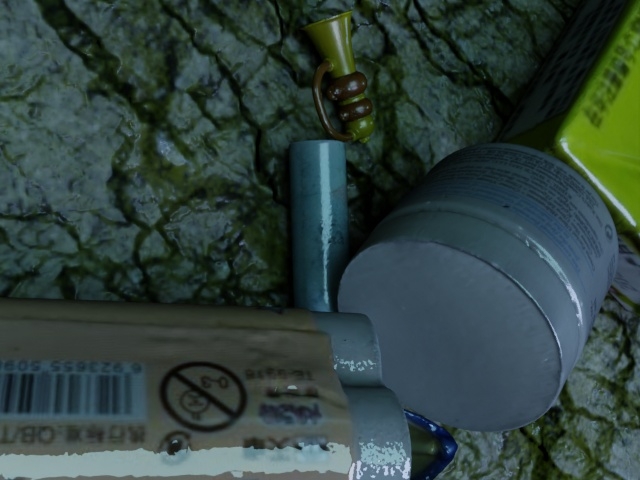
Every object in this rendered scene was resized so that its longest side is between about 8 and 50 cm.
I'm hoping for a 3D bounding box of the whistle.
[{"bbox_3d":[0.018,-0.130,0.669,0.046,0.057,0.109,-14,99,13],"label":"whistle"}]

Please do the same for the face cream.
[{"bbox_3d":[0.124,0.032,0.631,0.153,0.177,0.177,-44,109,-43],"label":"face cream"}]

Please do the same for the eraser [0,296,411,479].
[{"bbox_3d":[-0.100,0.104,0.513,0.291,0.171,0.087,3,130,-18],"label":"eraser"}]

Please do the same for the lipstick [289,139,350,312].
[{"bbox_3d":[0.000,0.000,0.657,0.048,0.048,0.157,-2,88,-28],"label":"lipstick"}]

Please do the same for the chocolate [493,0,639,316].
[{"bbox_3d":[0.331,-0.099,0.789,0.289,0.137,0.300,42,69,-21],"label":"chocolate"}]

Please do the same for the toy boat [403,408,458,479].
[{"bbox_3d":[-0.019,0.178,0.602,0.262,0.115,0.114,-10,93,-28],"label":"toy boat"}]
